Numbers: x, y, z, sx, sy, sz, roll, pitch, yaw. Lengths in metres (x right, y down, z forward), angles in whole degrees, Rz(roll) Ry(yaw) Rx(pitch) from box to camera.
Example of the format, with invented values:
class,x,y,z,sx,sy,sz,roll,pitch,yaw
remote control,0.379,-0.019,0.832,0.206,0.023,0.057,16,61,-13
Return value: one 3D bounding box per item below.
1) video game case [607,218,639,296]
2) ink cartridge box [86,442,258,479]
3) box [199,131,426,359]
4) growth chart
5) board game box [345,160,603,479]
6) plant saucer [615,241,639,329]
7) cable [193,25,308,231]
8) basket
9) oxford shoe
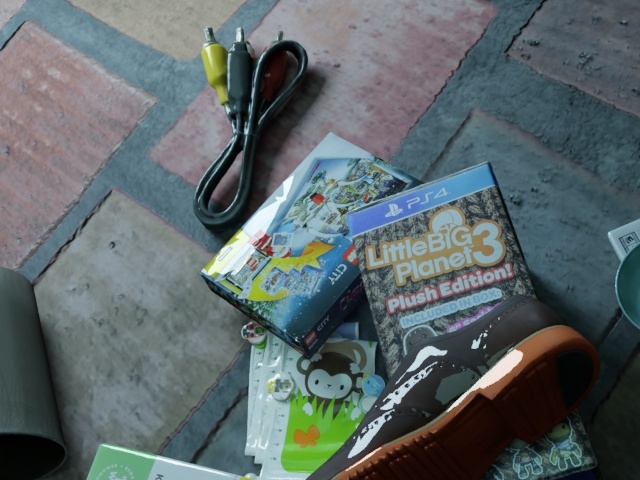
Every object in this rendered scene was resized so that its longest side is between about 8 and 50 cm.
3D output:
class,x,y,z,sx,sy,sz,roll,pitch,yaw
video game case,0.390,0.029,1.033,0.143,0.019,0.157,-23,58,6
ink cartridge box,-0.075,0.337,0.979,0.354,0.119,0.207,8,66,22
box,0.000,0.000,1.151,0.159,0.044,0.233,32,72,31
growth chart,-0.010,0.162,1.105,0.172,0.021,0.237,-10,62,13
board game box,0.150,0.120,0.946,0.141,0.232,0.291,-20,59,10
plant saucer,0.354,0.047,1.011,0.119,0.021,0.119,-9,61,16
cable,-0.087,-0.146,1.285,0.140,0.072,0.287,1,76,1
basket,-0.390,0.154,1.170,0.204,0.154,0.226,-17,57,10
oxford shoe,0.079,0.142,0.785,0.271,0.097,0.098,-33,38,-2
